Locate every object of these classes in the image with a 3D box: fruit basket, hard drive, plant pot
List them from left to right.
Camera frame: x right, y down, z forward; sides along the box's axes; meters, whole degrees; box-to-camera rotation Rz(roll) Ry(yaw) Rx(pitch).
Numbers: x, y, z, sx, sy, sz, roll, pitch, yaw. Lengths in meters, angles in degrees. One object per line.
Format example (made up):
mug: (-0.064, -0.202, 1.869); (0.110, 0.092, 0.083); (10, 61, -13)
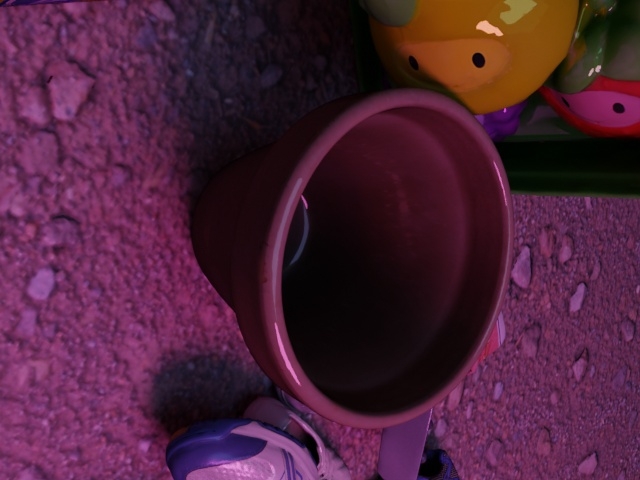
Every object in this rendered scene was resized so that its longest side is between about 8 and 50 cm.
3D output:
plant pot: (0.000, 0.000, 0.582); (0.263, 0.229, 0.262); (-9, 105, -37)
hard drive: (0.119, 0.141, 0.757); (0.172, 0.054, 0.254); (-37, 139, -72)
fruit basket: (0.170, -0.168, 0.594); (0.392, 0.392, 0.282); (-22, 112, -33)

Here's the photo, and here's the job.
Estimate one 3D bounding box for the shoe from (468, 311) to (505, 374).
shoe: (0.191, 0.091, 0.855); (0.081, 0.064, 0.177); (-40, 125, -31)

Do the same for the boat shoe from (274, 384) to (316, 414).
boat shoe: (0.050, 0.108, 0.737); (0.227, 0.081, 0.079); (-44, 122, -23)

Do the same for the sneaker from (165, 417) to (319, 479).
sneaker: (-0.038, 0.286, 0.626); (0.112, 0.131, 0.296); (-28, 122, 18)

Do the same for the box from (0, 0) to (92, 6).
box: (-0.169, -0.219, 0.516); (0.169, 0.059, 0.054); (-18, 108, -34)

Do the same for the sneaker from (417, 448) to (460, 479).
sneaker: (0.094, 0.332, 0.830); (0.221, 0.083, 0.087); (-16, 95, -40)

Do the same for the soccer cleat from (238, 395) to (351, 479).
soccer cleat: (-0.016, 0.242, 0.715); (0.068, 0.076, 0.196); (-49, 124, -20)
